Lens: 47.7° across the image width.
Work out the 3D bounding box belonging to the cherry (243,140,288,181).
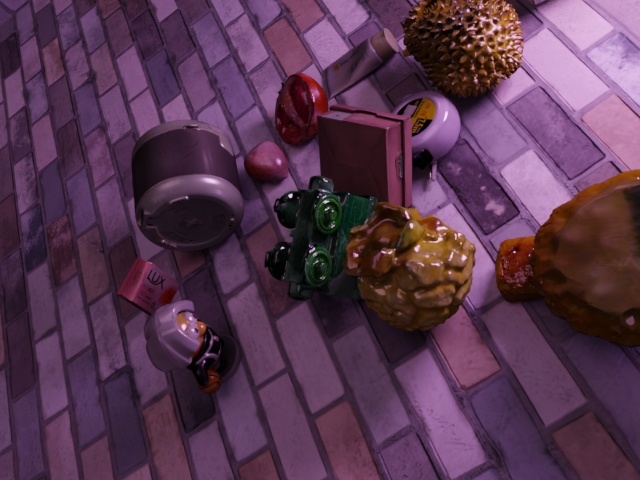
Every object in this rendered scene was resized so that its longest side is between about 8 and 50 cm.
[{"bbox_3d":[-0.138,-0.205,1.866,0.126,0.087,0.106,14,76,40],"label":"cherry"}]

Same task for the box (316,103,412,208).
[{"bbox_3d":[0.097,-0.181,1.625,0.215,0.215,0.086,19,34,39],"label":"box"}]

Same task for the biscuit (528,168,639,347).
[{"bbox_3d":[0.517,0.028,1.213,0.329,0.078,0.335,-36,48,21],"label":"biscuit"}]

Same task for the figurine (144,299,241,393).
[{"bbox_3d":[-0.286,0.238,1.599,0.133,0.236,0.176,-30,50,13],"label":"figurine"}]

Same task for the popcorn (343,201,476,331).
[{"bbox_3d":[0.171,0.051,1.426,0.257,0.270,0.224,36,114,11],"label":"popcorn"}]

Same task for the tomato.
[{"bbox_3d":[-0.037,-0.339,1.881,0.173,0.099,0.189,65,144,24],"label":"tomato"}]

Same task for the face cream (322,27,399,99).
[{"bbox_3d":[0.095,-0.464,1.897,0.224,0.070,0.114,-27,51,28],"label":"face cream"}]

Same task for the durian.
[{"bbox_3d":[0.319,-0.462,1.641,0.258,0.258,0.293,-42,39,4],"label":"durian"}]

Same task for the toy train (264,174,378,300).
[{"bbox_3d":[0.000,0.000,1.546,0.145,0.201,0.266,7,86,44],"label":"toy train"}]

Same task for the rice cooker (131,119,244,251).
[{"bbox_3d":[-0.340,-0.140,1.834,0.288,0.288,0.277,-29,51,15],"label":"rice cooker"}]

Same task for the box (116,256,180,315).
[{"bbox_3d":[-0.427,0.121,1.814,0.060,0.156,0.111,18,74,26],"label":"box"}]

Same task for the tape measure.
[{"bbox_3d":[0.231,-0.245,1.653,0.178,0.105,0.196,23,76,47],"label":"tape measure"}]

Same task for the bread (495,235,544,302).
[{"bbox_3d":[0.463,0.033,1.354,0.270,0.077,0.139,-11,55,30],"label":"bread"}]

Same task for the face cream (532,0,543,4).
[{"bbox_3d":[0.629,-0.684,1.632,0.369,0.145,0.145,-24,53,17],"label":"face cream"}]
